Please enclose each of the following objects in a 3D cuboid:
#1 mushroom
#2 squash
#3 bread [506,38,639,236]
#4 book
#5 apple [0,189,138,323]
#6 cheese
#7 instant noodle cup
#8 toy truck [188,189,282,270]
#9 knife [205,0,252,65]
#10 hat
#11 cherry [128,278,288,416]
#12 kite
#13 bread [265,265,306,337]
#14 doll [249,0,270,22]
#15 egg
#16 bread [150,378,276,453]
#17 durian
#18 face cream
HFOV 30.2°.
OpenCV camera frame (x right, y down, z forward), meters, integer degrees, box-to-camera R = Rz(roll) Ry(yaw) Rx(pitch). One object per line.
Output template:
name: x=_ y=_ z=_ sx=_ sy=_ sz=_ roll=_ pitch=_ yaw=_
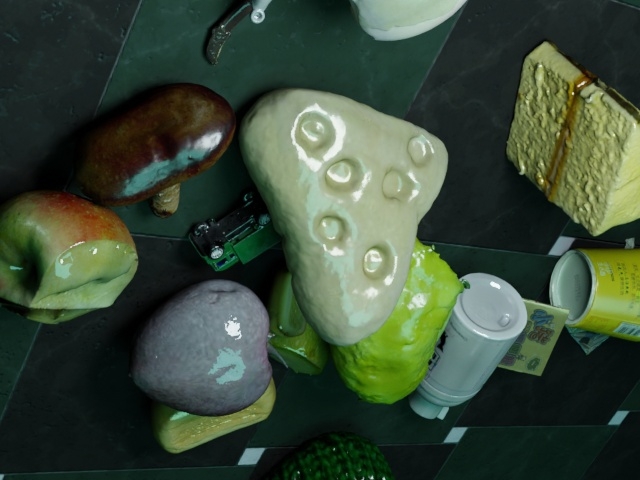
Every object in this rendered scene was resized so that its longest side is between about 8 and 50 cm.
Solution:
mushroom: x=-0.212 y=-0.104 z=1.630 sx=0.227 sy=0.148 sz=0.217 roll=-22 pitch=156 yaw=-2
squash: x=-0.012 y=0.158 z=2.010 sx=0.184 sy=0.085 sz=0.192 roll=-44 pitch=139 yaw=10
bread: x=0.450 y=-0.183 z=1.879 sx=0.198 sy=0.263 sz=0.236 roll=-23 pitch=136 yaw=-19
book: x=0.352 y=0.172 z=2.245 sx=0.192 sy=0.013 sz=0.168 roll=13 pitch=125 yaw=-4
apple: x=-0.354 y=0.018 z=1.585 sx=0.207 sy=0.174 sz=0.188 roll=-28 pitch=175 yaw=29
cheese: x=0.001 y=-0.049 z=1.724 sx=0.328 sy=0.129 sz=0.351 roll=27 pitch=83 yaw=-33
instant noodle cup: x=0.576 y=0.101 z=2.264 sx=0.236 sy=0.215 sz=0.215 roll=6 pitch=125 yaw=-23
toy truck: x=-0.120 y=-0.015 z=1.794 sx=0.147 sy=0.065 sz=0.079 roll=-33 pitch=142 yaw=-6
knife: x=-0.083 y=-0.322 z=1.572 sx=0.222 sy=0.021 sz=0.045 roll=-46 pitch=137 yaw=16
hat: x=0.044 y=0.544 z=2.214 sx=0.274 sy=0.332 sz=0.242 roll=-37 pitch=137 yaw=4
cherry: x=-0.169 y=0.166 z=1.836 sx=0.266 sy=0.183 sz=0.213 roll=-12 pitch=111 yaw=-21
kite: x=0.596 y=0.115 z=2.432 sx=0.335 sy=0.011 sz=0.314 roll=-10 pitch=131 yaw=-28
bread: x=-0.058 y=0.100 z=1.928 sx=0.082 sy=0.056 sz=0.115 roll=11 pitch=83 yaw=-53
doll: x=-0.054 y=-0.384 z=1.500 sx=0.102 sy=0.075 sz=0.227 roll=12 pitch=110 yaw=-21
egg: x=0.125 y=-0.368 z=1.544 sx=0.217 sy=0.183 sz=0.183 roll=-30 pitch=139 yaw=8
bread: x=-0.183 y=0.267 z=1.984 sx=0.217 sy=0.098 sz=0.147 roll=-16 pitch=138 yaw=-16
durian: x=0.127 y=0.123 z=1.962 sx=0.256 sy=0.204 sz=0.339 roll=16 pitch=97 yaw=-56
face cream: x=0.243 y=0.224 z=2.187 sx=0.145 sy=0.145 sz=0.369 roll=-9 pitch=145 yaw=-27
